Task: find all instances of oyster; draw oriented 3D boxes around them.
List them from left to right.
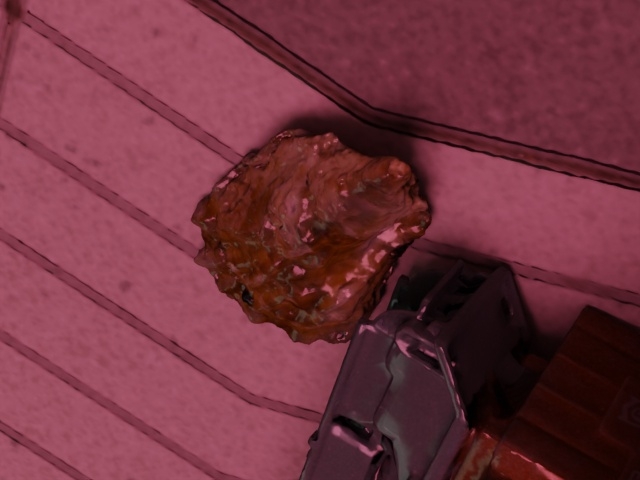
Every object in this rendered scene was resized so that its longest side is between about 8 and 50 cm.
[{"bbox_3d":[0.000,0.000,0.864,0.146,0.045,0.122,-8,139,28],"label":"oyster"}]

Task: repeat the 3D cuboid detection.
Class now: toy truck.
[{"bbox_3d":[0.061,0.172,0.920,0.184,0.133,0.338,31,131,9],"label":"toy truck"}]
